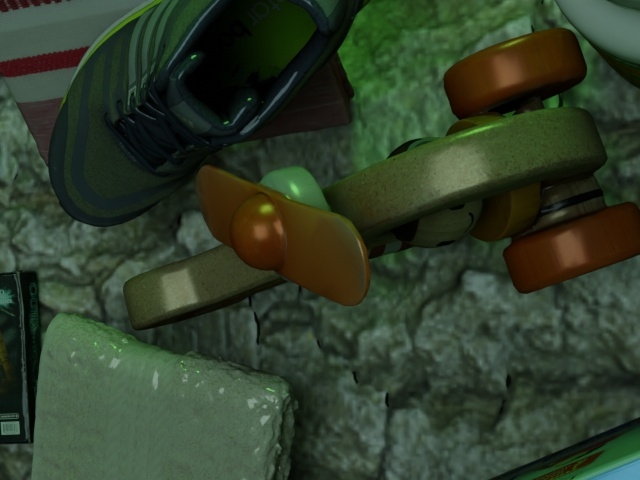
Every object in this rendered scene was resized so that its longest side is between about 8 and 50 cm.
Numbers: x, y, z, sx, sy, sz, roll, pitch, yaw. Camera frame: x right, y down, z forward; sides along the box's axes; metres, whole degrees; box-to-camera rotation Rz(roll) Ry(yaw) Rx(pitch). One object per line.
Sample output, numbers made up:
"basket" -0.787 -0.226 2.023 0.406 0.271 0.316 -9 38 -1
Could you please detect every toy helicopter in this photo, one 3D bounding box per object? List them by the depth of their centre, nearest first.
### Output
"toy helicopter" 0.000 0.000 0.795 0.355 0.235 0.140 -22 86 38

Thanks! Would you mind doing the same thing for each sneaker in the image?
"sneaker" -0.080 -0.097 0.802 0.111 0.121 0.300 37 127 -14

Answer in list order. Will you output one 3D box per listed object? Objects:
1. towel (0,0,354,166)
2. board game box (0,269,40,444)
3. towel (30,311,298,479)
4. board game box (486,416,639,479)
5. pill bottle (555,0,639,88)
"towel" -0.132 -0.197 0.840 0.237 0.037 0.329 -7 125 19
"board game box" -0.293 0.091 0.997 0.186 0.026 0.126 -4 87 20
"towel" -0.111 0.201 0.893 0.187 0.049 0.282 13 105 23
"board game box" 0.130 0.160 0.695 0.308 0.302 0.086 -26 80 18
"pill bottle" 0.192 -0.154 0.709 0.136 0.245 0.136 -1 88 20
